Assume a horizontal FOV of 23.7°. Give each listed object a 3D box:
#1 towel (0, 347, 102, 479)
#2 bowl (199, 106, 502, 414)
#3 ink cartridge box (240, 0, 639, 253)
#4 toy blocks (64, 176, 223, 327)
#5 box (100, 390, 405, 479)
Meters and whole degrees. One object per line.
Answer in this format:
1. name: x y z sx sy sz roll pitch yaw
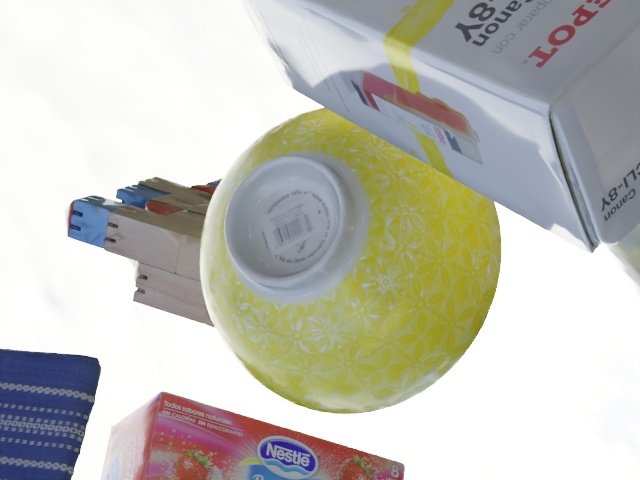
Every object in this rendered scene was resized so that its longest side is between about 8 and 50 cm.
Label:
1. towel: -0.335 0.229 1.297 0.040 0.243 0.336 82 -165 -52
2. bowl: 0.000 0.000 1.350 0.289 0.289 0.156 51 -170 27
3. ink cartridge box: 0.155 -0.198 1.210 0.385 0.279 0.160 33 159 43
4. toy blocks: -0.137 0.002 1.851 0.261 0.190 0.381 17 -164 21
5. box: -0.077 0.283 1.642 0.300 0.154 0.142 19 -118 -21
